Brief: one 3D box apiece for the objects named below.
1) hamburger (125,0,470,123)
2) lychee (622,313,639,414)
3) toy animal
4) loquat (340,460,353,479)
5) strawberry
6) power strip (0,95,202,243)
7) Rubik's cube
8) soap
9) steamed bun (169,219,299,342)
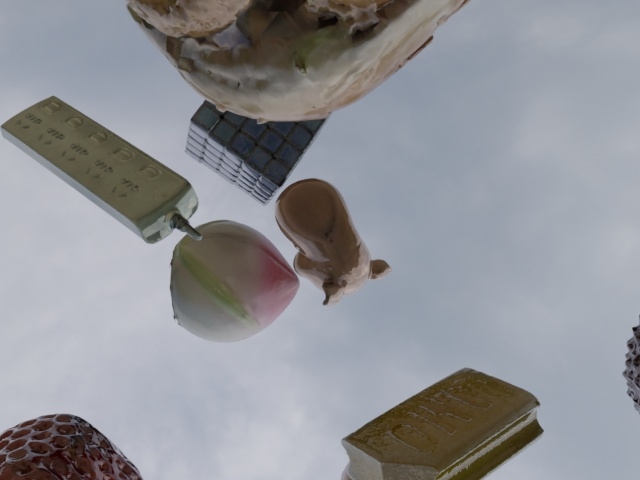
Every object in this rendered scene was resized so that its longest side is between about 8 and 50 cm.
[{"bbox_3d":[-0.006,-0.200,0.370,0.243,0.146,0.286,2,-116,30],"label":"hamburger"},{"bbox_3d":[0.543,0.166,0.861,0.275,0.304,0.276,-10,-158,4],"label":"lychee"},{"bbox_3d":[0.010,-0.006,1.300,0.166,0.154,0.250,-30,-95,-14],"label":"toy animal"},{"bbox_3d":[0.147,0.522,1.339,0.235,0.235,0.235,-5,-138,4],"label":"loquat"},{"bbox_3d":[-0.315,0.286,0.787,0.253,0.280,0.150,20,-113,31],"label":"strawberry"},{"bbox_3d":[-0.194,-0.065,0.588,0.252,0.027,0.060,31,-123,26],"label":"power strip"},{"bbox_3d":[-0.134,-0.246,1.465,0.237,0.238,0.237,34,-104,-6],"label":"Rubik's cube"},{"bbox_3d":[0.159,0.255,0.862,0.232,0.073,0.140,-21,-161,-31],"label":"soap"},{"bbox_3d":[-0.193,0.099,1.605,0.309,0.309,0.309,-5,-138,4],"label":"steamed bun"}]
